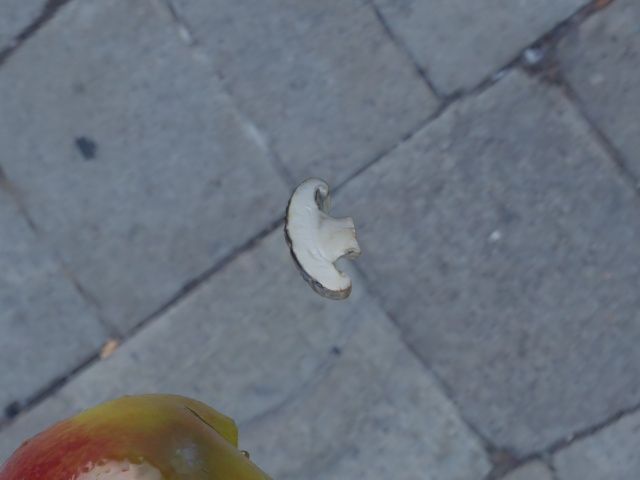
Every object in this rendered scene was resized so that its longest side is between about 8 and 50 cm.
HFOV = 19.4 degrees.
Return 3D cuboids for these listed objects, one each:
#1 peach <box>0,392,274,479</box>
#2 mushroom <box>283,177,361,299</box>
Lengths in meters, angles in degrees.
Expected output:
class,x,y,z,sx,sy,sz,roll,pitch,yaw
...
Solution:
class,x,y,z,sx,sy,sz,roll,pitch,yaw
peach,-0.088,0.138,0.822,0.151,0.118,0.151,7,103,32
mushroom,0.000,0.000,1.255,0.049,0.101,0.019,-6,141,-5
